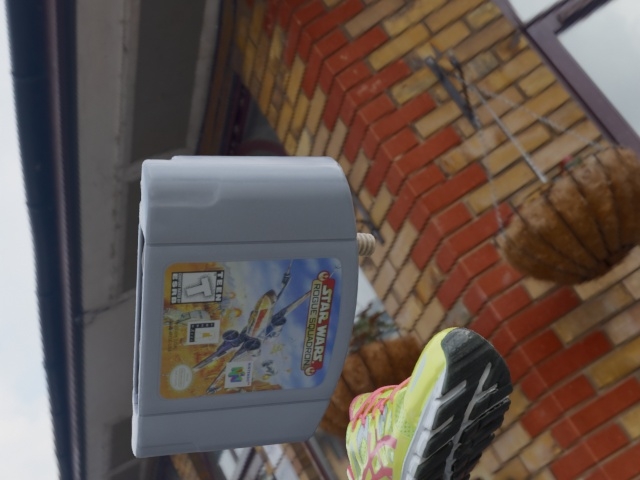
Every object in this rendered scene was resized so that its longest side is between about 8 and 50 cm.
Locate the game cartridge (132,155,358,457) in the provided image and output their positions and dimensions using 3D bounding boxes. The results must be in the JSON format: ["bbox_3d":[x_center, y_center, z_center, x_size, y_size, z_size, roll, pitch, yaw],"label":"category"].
[{"bbox_3d":[-0.067,0.067,0.792,0.198,0.062,0.297,0,-62,-14],"label":"game cartridge"}]

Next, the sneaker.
[{"bbox_3d":[0.054,0.124,0.567,0.081,0.094,0.209,-24,-38,-33],"label":"sneaker"}]

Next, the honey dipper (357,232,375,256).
[{"bbox_3d":[0.000,0.000,1.068,0.160,0.031,0.030,6,-42,-39],"label":"honey dipper"}]
